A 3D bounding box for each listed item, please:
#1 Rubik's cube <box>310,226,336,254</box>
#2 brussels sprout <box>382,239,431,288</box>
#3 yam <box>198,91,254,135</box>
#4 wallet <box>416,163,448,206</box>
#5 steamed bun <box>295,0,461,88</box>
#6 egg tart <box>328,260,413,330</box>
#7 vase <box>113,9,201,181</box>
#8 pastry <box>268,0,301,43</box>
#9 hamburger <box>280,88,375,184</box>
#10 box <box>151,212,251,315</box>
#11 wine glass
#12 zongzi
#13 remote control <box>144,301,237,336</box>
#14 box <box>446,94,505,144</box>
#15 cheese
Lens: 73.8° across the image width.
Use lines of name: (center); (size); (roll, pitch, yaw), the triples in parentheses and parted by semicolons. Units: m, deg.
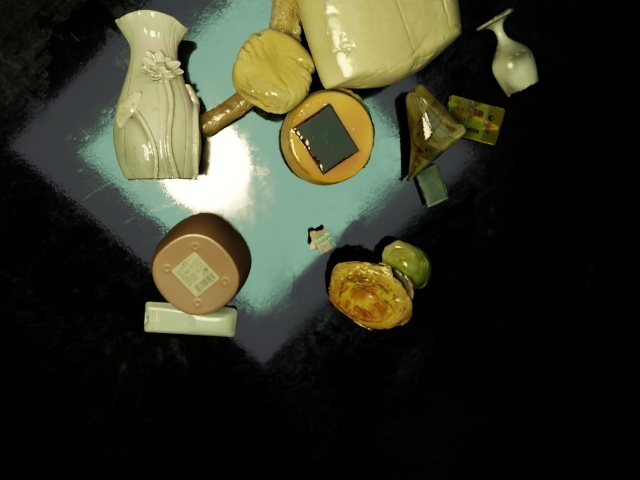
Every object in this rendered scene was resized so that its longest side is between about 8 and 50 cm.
Rubik's cube: (0.001, -0.003, 1.405); (0.084, 0.073, 0.075); (-16, 119, -10)
brussels sprout: (0.294, 0.085, 1.432); (0.131, 0.145, 0.183); (-35, 111, -29)
yam: (-0.219, -0.440, 1.284); (0.357, 0.081, 0.081); (-35, 104, 1)
wallet: (0.378, -0.188, 1.444); (0.088, 0.026, 0.129); (-25, 102, -7)
steamed bun: (0.154, -0.628, 1.191); (0.456, 0.290, 0.371); (-25, 110, -18)
egg tart: (0.174, 0.167, 1.412); (0.297, 0.132, 0.297); (14, 124, 22)
vase: (-0.455, -0.386, 1.182); (0.250, 0.250, 0.445); (-2, 96, -8)
pastry: (-0.088, -0.683, 1.247); (0.121, 0.089, 0.258); (11, 100, 0)
hamburger: (0.028, -0.309, 1.292); (0.300, 0.176, 0.300); (-2, 106, -7)
box: (-0.361, 0.082, 1.295); (0.301, 0.216, 0.301); (-2, 103, -9)
wine glass: (0.595, -0.590, 1.349); (0.126, 0.126, 0.241); (-28, 102, -2)
zongzi: (0.306, -0.345, 1.373); (0.242, 0.112, 0.221); (-42, 90, 20)
remote control: (-0.427, 0.265, 1.402); (0.293, 0.051, 0.103); (6, 100, -8)
box: (0.507, -0.398, 1.421); (0.193, 0.030, 0.121); (11, 99, -9)
cheese: (-0.128, -0.471, 1.188); (0.226, 0.117, 0.214); (24, 82, 4)
